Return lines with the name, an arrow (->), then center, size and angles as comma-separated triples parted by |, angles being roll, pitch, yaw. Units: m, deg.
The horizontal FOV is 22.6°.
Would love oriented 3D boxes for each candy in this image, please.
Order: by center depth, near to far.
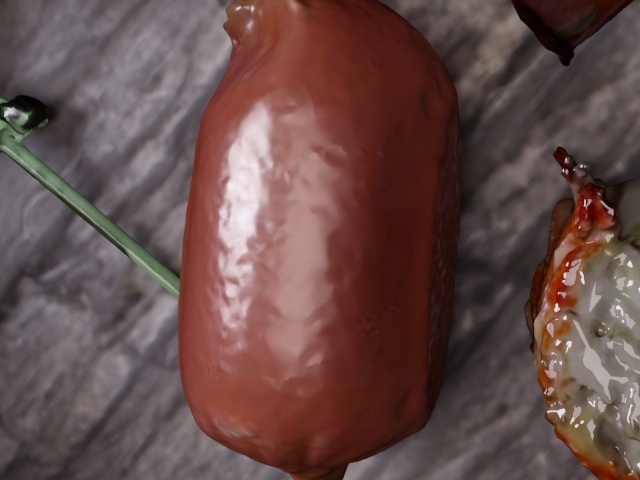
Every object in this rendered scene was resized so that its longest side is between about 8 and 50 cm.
candy -> -0.180, -0.059, 0.878 | 0.287, 0.084, 0.078 | 40, 101, -1

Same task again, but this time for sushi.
sushi -> 0.209, 0.095, 0.767 | 0.332, 0.124, 0.130 | 44, 95, 4

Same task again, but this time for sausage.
sausage -> 0.000, 0.000, 0.798 | 0.148, 0.148, 0.255 | 8, 98, 13

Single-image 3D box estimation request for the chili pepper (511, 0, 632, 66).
chili pepper -> 0.144, -0.238, 0.681 | 0.305, 0.229, 0.251 | -35, 129, 10
